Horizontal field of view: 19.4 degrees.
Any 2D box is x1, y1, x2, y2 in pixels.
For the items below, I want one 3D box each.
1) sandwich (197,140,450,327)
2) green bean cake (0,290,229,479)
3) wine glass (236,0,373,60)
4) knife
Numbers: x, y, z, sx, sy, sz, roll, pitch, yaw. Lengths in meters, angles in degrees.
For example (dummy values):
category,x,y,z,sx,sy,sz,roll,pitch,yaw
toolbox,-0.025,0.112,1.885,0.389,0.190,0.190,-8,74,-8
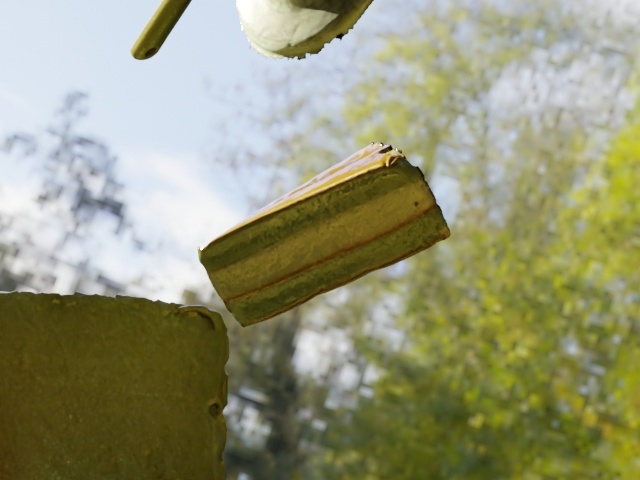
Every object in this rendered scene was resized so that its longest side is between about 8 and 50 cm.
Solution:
category,x,y,z,sx,sy,sz,roll,pitch,yaw
sandwich,0.000,0.000,1.387,0.079,0.163,0.113,62,-9,-10
green bean cake,-0.203,0.163,1.577,0.236,0.233,0.124,6,-9,-26
wine glass,-0.070,-0.203,1.037,0.126,0.126,0.241,5,-17,40
knife,-0.109,-0.232,1.614,0.027,0.061,0.343,62,-32,9
